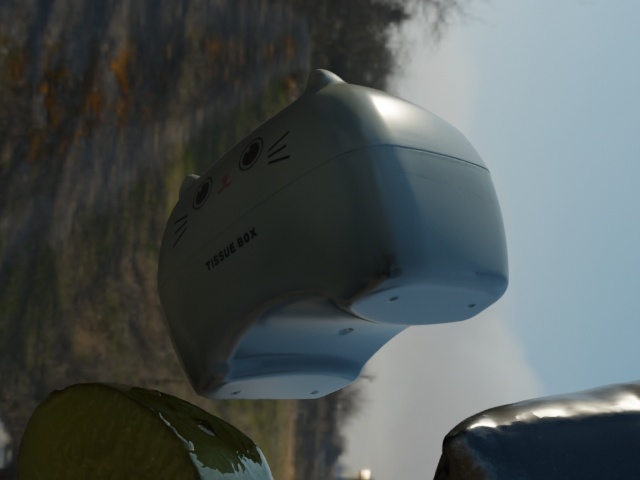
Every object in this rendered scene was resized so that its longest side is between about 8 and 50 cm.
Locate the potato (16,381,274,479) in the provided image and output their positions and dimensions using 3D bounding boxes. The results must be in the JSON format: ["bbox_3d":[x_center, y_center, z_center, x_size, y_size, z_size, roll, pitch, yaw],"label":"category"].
[{"bbox_3d":[-0.109,0.193,0.811,0.158,0.204,0.178,5,90,-56],"label":"potato"}]

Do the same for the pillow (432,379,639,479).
[{"bbox_3d":[0.122,0.151,0.535,0.249,0.186,0.106,101,-23,-43],"label":"pillow"}]

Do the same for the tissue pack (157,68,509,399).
[{"bbox_3d":[0.000,0.000,1.048,0.333,0.229,0.235,-34,-120,38],"label":"tissue pack"}]
